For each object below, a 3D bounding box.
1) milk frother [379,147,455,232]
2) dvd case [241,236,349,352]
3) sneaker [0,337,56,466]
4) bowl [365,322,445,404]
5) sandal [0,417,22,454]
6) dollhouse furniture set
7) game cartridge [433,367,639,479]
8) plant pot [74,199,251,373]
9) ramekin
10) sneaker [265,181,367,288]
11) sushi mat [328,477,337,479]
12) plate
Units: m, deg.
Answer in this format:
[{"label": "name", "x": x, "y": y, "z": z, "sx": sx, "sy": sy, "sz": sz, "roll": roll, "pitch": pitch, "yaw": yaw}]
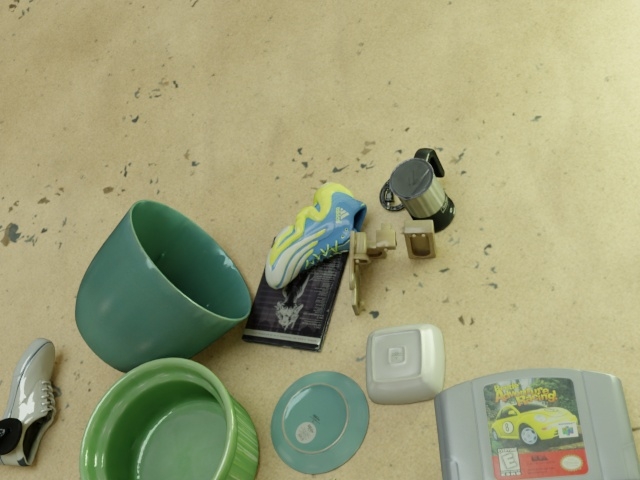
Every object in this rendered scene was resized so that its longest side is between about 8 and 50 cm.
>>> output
[{"label": "milk frother", "x": 0.158, "y": -0.092, "z": 1.835, "sx": 0.143, "sy": 0.135, "sz": 0.129, "roll": -12, "pitch": 57, "yaw": 20}, {"label": "dvd case", "x": -0.045, "y": 0.098, "z": 1.898, "sx": 0.164, "sy": 0.018, "sz": 0.221, "roll": 5, "pitch": 64, "yaw": 27}, {"label": "sneaker", "x": -0.564, "y": 0.324, "z": 1.989, "sx": 0.091, "sy": 0.094, "sz": 0.258, "roll": 9, "pitch": 76, "yaw": 20}, {"label": "bowl", "x": 0.140, "y": 0.206, "z": 1.726, "sx": 0.142, "sy": 0.053, "sz": 0.142, "roll": -9, "pitch": 60, "yaw": 20}, {"label": "sandal", "x": -0.646, "y": 0.382, "z": 1.928, "sx": 0.179, "sy": 0.040, "sz": 0.067, "roll": -16, "pitch": 65, "yaw": 25}, {"label": "dollhouse furniture set", "x": 0.128, "y": 0.050, "z": 1.781, "sx": 0.151, "sy": 0.144, "sz": 0.123, "roll": -2, "pitch": 66, "yaw": 9}, {"label": "game cartridge", "x": 0.327, "y": 0.294, "z": 1.540, "sx": 0.294, "sy": 0.060, "sz": 0.196, "roll": -7, "pitch": 55, "yaw": 5}, {"label": "plant pot", "x": -0.314, "y": 0.111, "z": 1.868, "sx": 0.235, "sy": 0.293, "sz": 0.293, "roll": -44, "pitch": 52, "yaw": 16}, {"label": "ramekin", "x": -0.256, "y": 0.373, "z": 1.763, "sx": 0.303, "sy": 0.148, "sz": 0.303, "roll": -12, "pitch": 59, "yaw": 20}, {"label": "sneaker", "x": 0.000, "y": 0.000, "z": 1.866, "sx": 0.126, "sy": 0.091, "sz": 0.240, "roll": 23, "pitch": 73, "yaw": 33}, {"label": "sushi mat", "x": 0.041, "y": 0.538, "z": 1.538, "sx": 0.019, "sy": 0.151, "sz": 0.317, "roll": -2, "pitch": 52, "yaw": -21}, {"label": "plate", "x": -0.006, "y": 0.313, "z": 1.753, "sx": 0.188, "sy": 0.024, "sz": 0.188, "roll": -11, "pitch": 59, "yaw": 19}]
